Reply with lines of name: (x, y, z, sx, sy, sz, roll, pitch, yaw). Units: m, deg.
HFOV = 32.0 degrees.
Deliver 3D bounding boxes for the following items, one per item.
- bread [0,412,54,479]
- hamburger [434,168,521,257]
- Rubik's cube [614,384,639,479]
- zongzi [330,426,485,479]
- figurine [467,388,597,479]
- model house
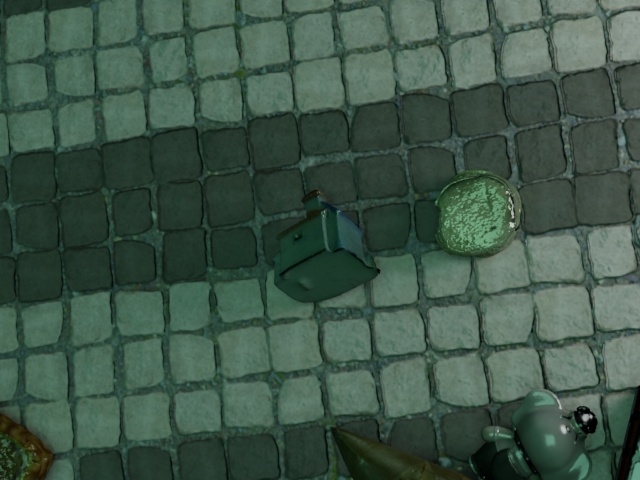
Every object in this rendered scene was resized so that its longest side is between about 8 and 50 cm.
bread: (-0.550, 0.353, 1.765, 0.222, 0.096, 0.181, 29, 87, 11)
hamburger: (0.240, -0.041, 1.703, 0.133, 0.062, 0.140, 8, 85, 13)
Rubik's cube: (0.508, 0.294, 1.550, 0.162, 0.160, 0.163, 13, 83, 12)
zongzi: (0.152, 0.485, 1.581, 0.392, 0.174, 0.356, 18, 105, 26)
figurine: (0.309, 0.294, 1.600, 0.192, 0.126, 0.147, -30, 84, 20)
model house: (0.000, 0.000, 1.728, 0.148, 0.119, 0.149, -27, 51, 28)
